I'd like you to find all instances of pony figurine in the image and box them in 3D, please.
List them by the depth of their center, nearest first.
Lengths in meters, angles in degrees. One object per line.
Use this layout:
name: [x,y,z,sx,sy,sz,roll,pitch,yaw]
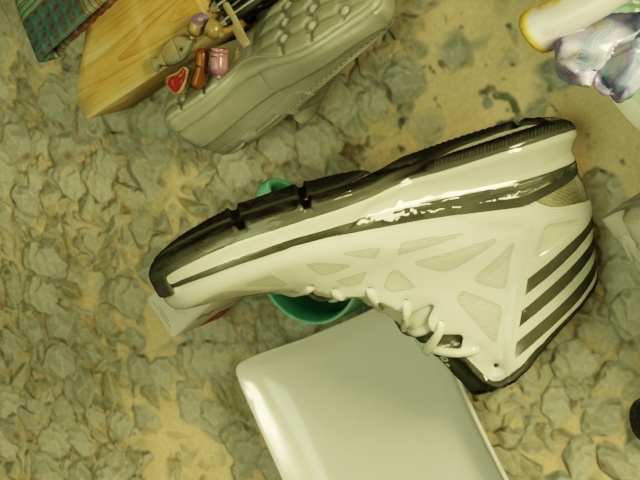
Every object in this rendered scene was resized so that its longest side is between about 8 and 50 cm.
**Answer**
pony figurine: [0.334,-0.251,1.418,0.363,0.351,0.303,-30,112,33]

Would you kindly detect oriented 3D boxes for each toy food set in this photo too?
toy food set: [-0.131,-0.196,1.926,0.122,0.019,0.078,-38,72,32]

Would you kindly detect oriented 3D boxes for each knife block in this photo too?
knife block: [-0.135,-0.238,1.990,0.242,0.088,0.275,23,113,26]

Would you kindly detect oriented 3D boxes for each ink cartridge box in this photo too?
ink cartridge box: [-0.114,0.041,2.044,0.135,0.099,0.056,-41,79,32]

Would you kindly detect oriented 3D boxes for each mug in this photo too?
mug: [0.008,0.004,1.960,0.129,0.097,0.157,-4,100,33]

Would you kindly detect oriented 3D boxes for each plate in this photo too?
plate: [0.068,0.218,2.011,0.277,0.045,0.278,-24,89,33]

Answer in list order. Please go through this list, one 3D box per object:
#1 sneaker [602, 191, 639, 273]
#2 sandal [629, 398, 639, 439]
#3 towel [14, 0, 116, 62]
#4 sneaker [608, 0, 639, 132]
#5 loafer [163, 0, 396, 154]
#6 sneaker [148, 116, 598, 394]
sneaker: [0.354,0.023,1.665,0.108,0.292,0.169,-32,89,1]
sandal: [0.390,0.176,1.810,0.179,0.040,0.067,-2,96,47]
towel: [-0.282,-0.419,2.002,0.271,0.040,0.370,-37,65,33]
sneaker: [0.325,-0.218,1.709,0.151,0.094,0.256,-25,90,31]
loafer: [-0.032,-0.184,1.938,0.111,0.112,0.319,34,138,-32]
sneaker: [0.069,0.057,1.809,0.447,0.169,0.257,-16,100,-1]
